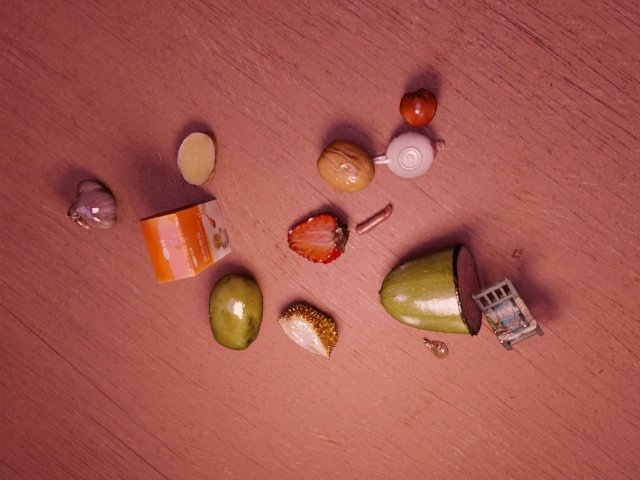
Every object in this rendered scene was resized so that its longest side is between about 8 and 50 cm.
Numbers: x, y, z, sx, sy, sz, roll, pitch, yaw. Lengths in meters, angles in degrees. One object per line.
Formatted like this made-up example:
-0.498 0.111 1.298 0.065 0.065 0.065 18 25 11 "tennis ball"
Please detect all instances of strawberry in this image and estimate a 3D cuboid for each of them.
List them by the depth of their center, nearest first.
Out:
0.000 0.000 1.649 0.236 0.111 0.190 1 74 32 "strawberry"

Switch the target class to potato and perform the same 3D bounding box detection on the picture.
-0.436 -0.297 1.672 0.164 0.081 0.200 15 102 15 "potato"
-0.319 0.269 1.716 0.216 0.216 0.304 2 113 10 "potato"

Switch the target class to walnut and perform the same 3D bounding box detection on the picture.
0.089 -0.251 1.543 0.197 0.165 0.165 28 106 3 "walnut"

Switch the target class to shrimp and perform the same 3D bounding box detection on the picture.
0.433 0.398 1.699 0.059 0.023 0.108 -42 92 7 "shrimp"

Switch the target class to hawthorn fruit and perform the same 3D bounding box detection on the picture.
0.325 -0.428 1.476 0.125 0.125 0.140 -31 91 16 "hawthorn fruit"

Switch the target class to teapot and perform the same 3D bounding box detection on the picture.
0.289 -0.287 1.532 0.245 0.116 0.159 0 126 16 "teapot"

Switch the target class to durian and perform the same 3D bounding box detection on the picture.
-0.043 0.330 1.719 0.250 0.183 0.138 32 70 5 "durian"

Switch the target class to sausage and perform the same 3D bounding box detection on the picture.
0.195 -0.070 1.627 0.158 0.036 0.042 -37 106 16 "sausage"

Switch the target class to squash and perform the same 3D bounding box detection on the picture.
0.365 0.187 1.558 0.309 0.310 0.310 -12 101 31 "squash"

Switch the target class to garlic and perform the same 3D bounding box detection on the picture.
-0.927 -0.120 1.753 0.257 0.207 0.207 -6 105 -26 "garlic"

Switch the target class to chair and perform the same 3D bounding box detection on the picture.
0.620 0.250 1.493 0.136 0.270 0.147 -31 53 15 "chair"

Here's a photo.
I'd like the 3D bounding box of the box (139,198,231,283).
-0.466 -0.009 1.605 0.143 0.341 0.225 -11 100 14 "box"
